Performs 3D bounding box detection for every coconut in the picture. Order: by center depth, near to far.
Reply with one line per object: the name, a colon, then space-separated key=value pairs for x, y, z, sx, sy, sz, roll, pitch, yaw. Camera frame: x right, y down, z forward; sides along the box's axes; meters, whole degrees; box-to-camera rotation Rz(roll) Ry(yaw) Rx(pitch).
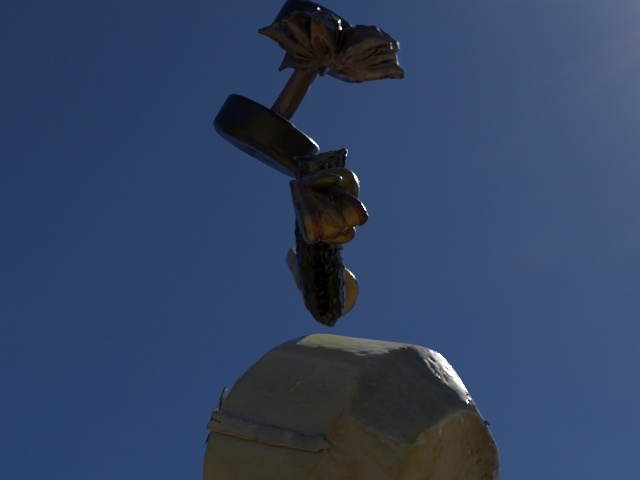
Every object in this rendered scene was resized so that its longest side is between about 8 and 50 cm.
coconut: x=0.028 y=0.249 z=1.239 sx=0.323 sy=0.323 sz=0.323 roll=-2 pitch=-40 yaw=-2

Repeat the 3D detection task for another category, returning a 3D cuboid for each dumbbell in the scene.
dumbbell: x=-0.036 y=-0.214 z=1.605 sx=0.152 sy=0.152 sz=0.218 roll=33 pitch=-95 yaw=-36

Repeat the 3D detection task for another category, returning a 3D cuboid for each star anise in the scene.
star anise: x=0.013 y=-0.251 z=1.444 sx=0.182 sy=0.065 sz=0.195 roll=9 pitch=-9 yaw=12

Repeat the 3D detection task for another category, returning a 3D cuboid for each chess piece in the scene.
chess piece: x=-0.002 y=0.055 z=1.855 sx=0.090 sy=0.200 sz=0.090 roll=-3 pitch=-73 yaw=-11

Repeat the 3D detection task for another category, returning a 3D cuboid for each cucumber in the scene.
cucumber: x=-0.002 y=-0.002 z=1.330 sx=0.067 sy=0.067 sz=0.245 roll=-1 pitch=-56 yaw=-3

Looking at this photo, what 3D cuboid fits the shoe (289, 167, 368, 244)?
shoe: x=0.009 y=-0.030 z=1.081 sx=0.069 sy=0.109 sz=0.072 roll=-11 pitch=-83 yaw=2
